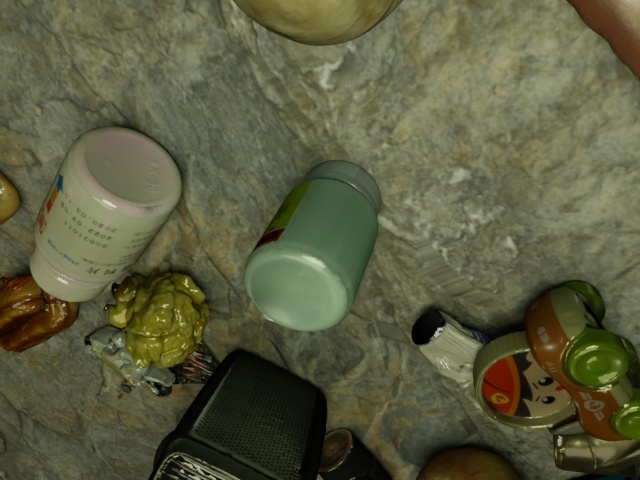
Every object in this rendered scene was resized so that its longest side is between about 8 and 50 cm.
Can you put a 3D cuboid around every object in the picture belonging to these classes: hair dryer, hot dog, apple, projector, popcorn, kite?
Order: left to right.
[{"bbox_3d":[-0.611,0.141,1.149,0.158,0.117,0.349,25,144,-36],"label":"hot dog"},{"bbox_3d":[-0.293,0.144,1.005,0.195,0.168,0.173,-6,161,36],"label":"popcorn"},{"bbox_3d":[-0.269,0.245,1.170,0.189,0.009,0.232,29,129,-1],"label":"kite"},{"bbox_3d":[-0.166,0.442,0.942,0.242,0.405,0.395,28,98,0],"label":"projector"},{"bbox_3d":[0.104,0.520,1.045,0.107,0.352,0.189,-39,110,-1],"label":"hair dryer"},{"bbox_3d":[0.274,0.502,1.013,0.194,0.260,0.261,25,135,-31],"label":"apple"}]

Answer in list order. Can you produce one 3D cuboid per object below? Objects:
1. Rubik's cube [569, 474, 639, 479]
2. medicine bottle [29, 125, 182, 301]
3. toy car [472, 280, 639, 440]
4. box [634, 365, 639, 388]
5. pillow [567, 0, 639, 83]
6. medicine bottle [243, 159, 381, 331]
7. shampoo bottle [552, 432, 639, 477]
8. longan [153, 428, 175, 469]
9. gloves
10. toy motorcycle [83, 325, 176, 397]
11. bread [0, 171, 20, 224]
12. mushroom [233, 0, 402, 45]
[{"bbox_3d":[0.530,0.576,0.966,0.250,0.246,0.248,38,131,-11],"label":"Rubik's cube"},{"bbox_3d":[-0.351,-0.029,0.888,0.170,0.170,0.293,40,128,-11],"label":"medicine bottle"},{"bbox_3d":[0.330,0.194,0.794,0.235,0.145,0.235,5,120,9],"label":"toy car"},{"bbox_3d":[0.466,0.236,0.843,0.035,0.079,0.083,40,130,-10],"label":"box"},{"bbox_3d":[0.330,-0.260,0.519,0.171,0.075,0.179,44,126,-7],"label":"pillow"},{"bbox_3d":[0.000,0.000,0.742,0.139,0.225,0.139,10,129,13],"label":"medicine bottle"},{"bbox_3d":[0.547,0.318,0.872,0.350,0.084,0.125,-9,119,27],"label":"shampoo bottle"},{"bbox_3d":[-0.264,0.508,1.254,0.212,0.198,0.198,1,129,-8],"label":"longan"},{"bbox_3d":[0.245,0.191,0.881,0.229,0.097,0.119,43,132,-8],"label":"gloves"},{"bbox_3d":[-0.404,0.246,1.181,0.229,0.074,0.151,31,136,8],"label":"toy motorcycle"},{"bbox_3d":[-0.694,-0.054,1.053,0.305,0.091,0.142,-20,122,32],"label":"bread"},{"bbox_3d":[0.006,-0.315,0.500,0.234,0.254,0.260,-18,160,40],"label":"mushroom"}]
